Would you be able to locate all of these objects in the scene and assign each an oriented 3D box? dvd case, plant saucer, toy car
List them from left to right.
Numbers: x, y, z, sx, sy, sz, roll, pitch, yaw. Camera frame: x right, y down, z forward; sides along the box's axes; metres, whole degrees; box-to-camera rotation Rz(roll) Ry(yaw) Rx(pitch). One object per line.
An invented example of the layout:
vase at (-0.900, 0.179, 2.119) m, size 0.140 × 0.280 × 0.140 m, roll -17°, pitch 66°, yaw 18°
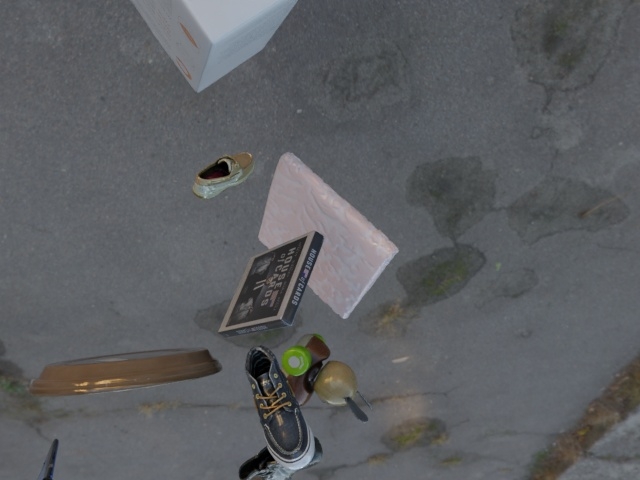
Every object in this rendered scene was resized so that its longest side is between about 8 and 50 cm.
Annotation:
plant saucer at (-0.295, 0.199, 0.749) m, size 0.278 × 0.041 × 0.278 m, roll -4°, pitch 172°, yaw -1°
dvd case at (-0.097, 0.087, 0.895) m, size 0.029 × 0.179 × 0.238 m, roll 34°, pitch 148°, yaw -24°
toy car at (0.011, 0.281, 0.909) m, size 0.188 × 0.155 × 0.149 m, roll 30°, pitch 96°, yaw 12°

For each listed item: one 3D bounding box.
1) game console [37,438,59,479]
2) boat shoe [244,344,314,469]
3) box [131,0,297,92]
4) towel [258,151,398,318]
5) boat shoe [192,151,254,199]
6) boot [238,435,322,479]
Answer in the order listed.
game console at (-0.610, 0.546, 0.870) m, size 0.250 × 0.173 × 0.293 m, roll 23°, pitch 87°, yaw -56°
boat shoe at (-0.068, 0.234, 0.687) m, size 0.065 × 0.183 × 0.083 m, roll -25°, pitch 123°, yaw -10°
box at (-0.182, -0.398, 0.753) m, size 0.168 × 0.345 × 0.215 m, roll -38°, pitch 106°, yaw -11°
towel at (0.000, 0.000, 1.134) m, size 0.053 × 0.332 × 0.317 m, roll -38°, pitch 163°, yaw -35°
boat shoe at (-0.160, -0.119, 0.816) m, size 0.050 × 0.135 × 0.045 m, roll 33°, pitch 140°, yaw 12°
boot at (-0.125, 0.514, 1.076) m, size 0.161 × 0.083 × 0.246 m, roll 21°, pitch 121°, yaw -46°
